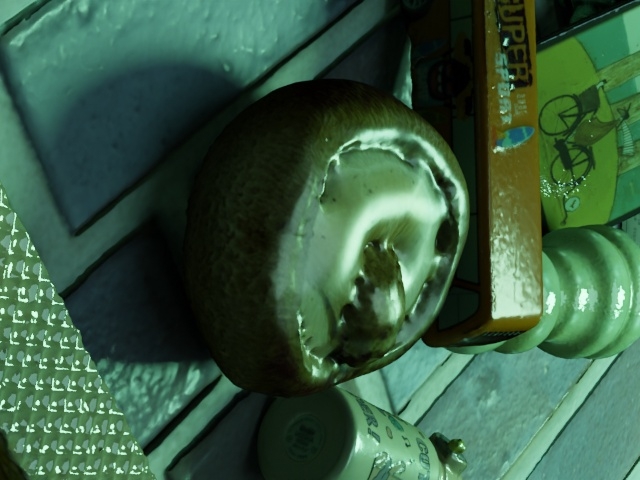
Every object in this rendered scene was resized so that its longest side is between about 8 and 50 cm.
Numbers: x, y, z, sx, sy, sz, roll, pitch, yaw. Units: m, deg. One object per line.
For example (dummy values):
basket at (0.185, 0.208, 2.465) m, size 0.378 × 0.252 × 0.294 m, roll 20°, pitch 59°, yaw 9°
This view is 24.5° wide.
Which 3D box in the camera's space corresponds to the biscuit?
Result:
biscuit at (-0.196, 0.082, 0.947) m, size 0.094 × 0.054 × 0.379 m, roll -47°, pitch 131°, yaw -34°

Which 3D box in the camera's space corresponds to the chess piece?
chess piece at (0.187, 0.051, 1.363) m, size 0.243 × 0.133 × 0.133 m, roll 0°, pitch 98°, yaw -43°

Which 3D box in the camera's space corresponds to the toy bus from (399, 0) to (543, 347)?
toy bus at (0.124, -0.116, 1.216) m, size 0.093 × 0.092 × 0.409 m, roll 2°, pitch 86°, yaw -47°

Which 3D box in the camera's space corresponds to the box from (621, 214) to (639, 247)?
box at (0.365, 0.009, 1.621) m, size 0.084 × 0.040 × 0.154 m, roll -13°, pitch 109°, yaw -51°

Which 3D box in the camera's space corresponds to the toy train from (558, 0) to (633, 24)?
toy train at (0.319, -0.266, 1.466) m, size 0.248 × 0.101 × 0.159 m, roll -57°, pitch 145°, yaw -26°

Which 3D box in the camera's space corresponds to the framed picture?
framed picture at (0.339, -0.142, 1.432) m, size 0.323 × 0.013 × 0.244 m, roll -25°, pitch 128°, yaw -6°

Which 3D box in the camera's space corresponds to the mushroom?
mushroom at (0.000, 0.000, 1.088) m, size 0.253 × 0.153 × 0.253 m, roll -17°, pitch 114°, yaw -46°

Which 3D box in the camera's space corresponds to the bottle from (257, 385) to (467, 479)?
bottle at (0.048, 0.185, 1.226) m, size 0.110 × 0.097 × 0.209 m, roll -46°, pitch 141°, yaw 11°
